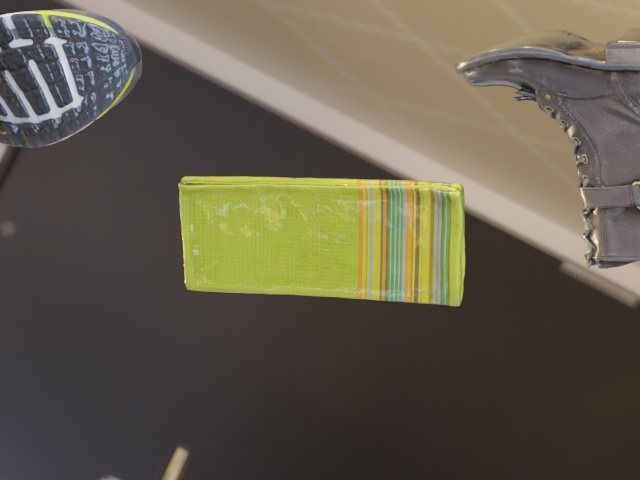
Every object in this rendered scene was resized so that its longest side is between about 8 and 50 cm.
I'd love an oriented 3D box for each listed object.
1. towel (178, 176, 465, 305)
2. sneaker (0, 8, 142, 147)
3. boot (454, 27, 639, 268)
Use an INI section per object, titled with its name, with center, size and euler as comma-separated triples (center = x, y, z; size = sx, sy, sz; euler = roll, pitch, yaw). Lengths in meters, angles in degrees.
[towel]
center = 0.000, 0.000, 1.302
size = 0.021, 0.237, 0.102
euler = -49, -41, -69
[sneaker]
center = -0.251, -0.133, 1.315
size = 0.300, 0.111, 0.121
euler = -8, 17, 39
[boot]
center = 0.254, -0.082, 1.515
size = 0.091, 0.263, 0.228
euler = -28, -65, -50
